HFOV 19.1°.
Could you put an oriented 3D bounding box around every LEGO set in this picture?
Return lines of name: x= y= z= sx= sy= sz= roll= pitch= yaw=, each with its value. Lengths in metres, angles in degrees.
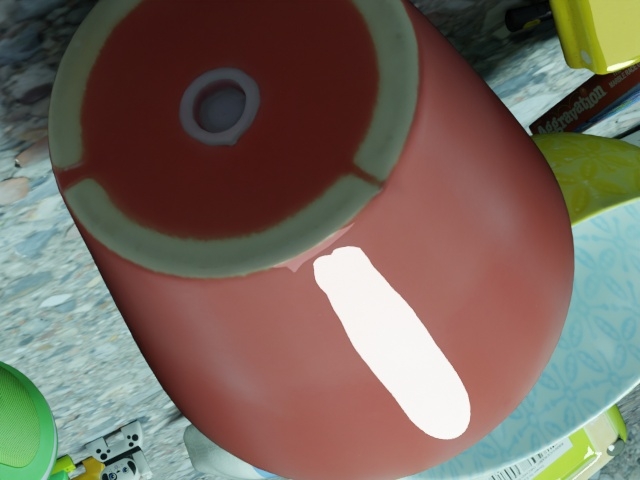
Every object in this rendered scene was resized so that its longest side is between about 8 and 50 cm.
LEGO set: x=-0.254 y=0.271 z=1.842 sx=0.227 sy=0.093 sz=0.087 roll=-26 pitch=164 yaw=-4

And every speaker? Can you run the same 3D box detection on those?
speaker: x=-0.275 y=0.123 z=1.292 sx=0.131 sy=0.131 sz=0.296 roll=-28 pitch=164 yaw=4

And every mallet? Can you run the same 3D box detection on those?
mallet: x=0.216 y=-0.179 z=1.285 sx=0.189 sy=0.039 sz=0.062 roll=-17 pitch=165 yaw=-18

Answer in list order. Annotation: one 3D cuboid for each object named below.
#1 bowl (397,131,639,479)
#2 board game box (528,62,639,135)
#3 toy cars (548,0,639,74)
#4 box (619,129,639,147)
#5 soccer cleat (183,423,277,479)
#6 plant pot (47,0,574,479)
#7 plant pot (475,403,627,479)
bowl: x=0.121 y=0.019 z=1.313 sx=0.289 sy=0.156 sz=0.289 roll=-24 pitch=147 yaw=-17
board game box: x=0.285 y=-0.153 z=1.366 sx=0.281 sy=0.027 sz=0.145 roll=-29 pitch=173 yaw=-33
toy cars: x=0.318 y=-0.158 z=1.209 sx=0.393 sy=0.087 sz=0.176 roll=6 pitch=115 yaw=-35
box: x=0.303 y=-0.023 z=1.746 sx=0.181 sy=0.119 sz=0.182 roll=-26 pitch=164 yaw=-2
soccer cleat: x=0.008 y=0.166 z=1.935 sx=0.331 sy=0.116 sz=0.143 roll=-10 pitch=173 yaw=-39
plant pot: x=-0.015 y=-0.027 z=1.035 sx=0.275 sy=0.275 sz=0.243 roll=-28 pitch=153 yaw=5
plant pot: x=0.106 y=0.120 z=1.540 sx=0.228 sy=0.207 sz=0.227 roll=-38 pitch=136 yaw=-5
